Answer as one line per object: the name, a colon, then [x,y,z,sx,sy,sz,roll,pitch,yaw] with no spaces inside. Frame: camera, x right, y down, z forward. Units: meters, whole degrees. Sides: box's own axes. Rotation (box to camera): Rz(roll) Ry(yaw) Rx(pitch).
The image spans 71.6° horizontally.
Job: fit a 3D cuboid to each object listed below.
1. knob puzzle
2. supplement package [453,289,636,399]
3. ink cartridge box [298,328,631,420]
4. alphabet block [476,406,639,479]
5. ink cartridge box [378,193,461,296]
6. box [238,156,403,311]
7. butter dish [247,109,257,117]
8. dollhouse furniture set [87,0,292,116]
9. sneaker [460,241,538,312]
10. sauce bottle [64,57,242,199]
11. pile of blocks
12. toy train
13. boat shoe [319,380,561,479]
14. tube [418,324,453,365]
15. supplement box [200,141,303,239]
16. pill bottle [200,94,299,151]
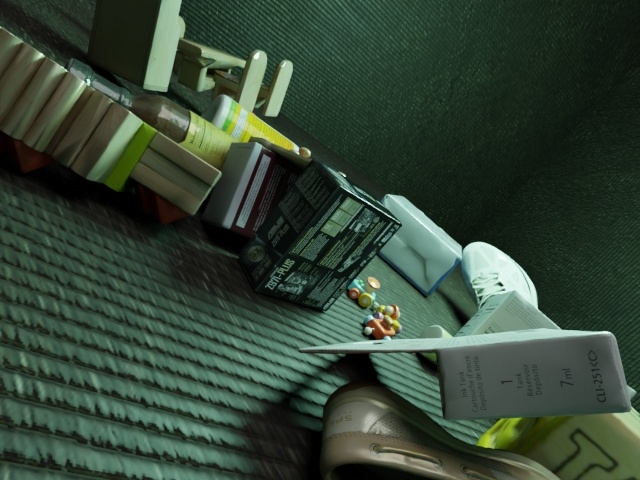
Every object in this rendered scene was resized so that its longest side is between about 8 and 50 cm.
knob puzzle: [-0.035,-0.130,0.717,0.213,0.030,0.213,27,2,-1]
supplement package: [0.418,0.244,0.884,0.262,0.145,0.204,44,-1,14]
ink cartridge box: [0.147,0.140,0.501,0.296,0.261,0.066,30,53,-69]
alphabet block: [0.317,0.290,0.521,0.197,0.193,0.192,44,14,17]
ink cartridge box: [0.292,-0.003,1.374,0.270,0.151,0.395,43,17,10]
box: [0.000,0.000,0.626,0.147,0.180,0.077,23,22,-44]
butter dish: [-0.184,-0.235,0.987,0.160,0.118,0.160,39,15,2]
dollhouse furniture set: [-0.293,-0.480,1.014,0.362,0.257,0.394,28,21,15]
sneaker: [0.469,0.141,1.150,0.257,0.169,0.448,40,26,-45]
sauce bottle: [-0.215,-0.143,0.674,0.344,0.111,0.111,26,20,-37]
pile of blocks: [-0.277,-0.118,0.486,0.362,0.113,0.149,34,-2,-37]
toy train: [0.093,0.112,0.779,0.125,0.046,0.166,22,23,-49]
boat shoe: [0.131,0.242,0.398,0.302,0.109,0.098,32,21,-4]
tube: [0.280,0.244,0.830,0.240,0.062,0.070,39,49,-20]
supplement box: [-0.052,-0.044,0.705,0.239,0.130,0.073,26,-8,-40]
pill bottle: [-0.124,-0.157,0.869,0.245,0.136,0.136,31,17,-30]
